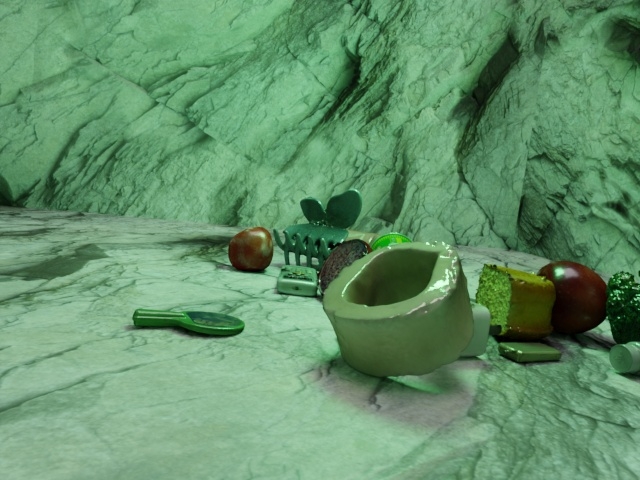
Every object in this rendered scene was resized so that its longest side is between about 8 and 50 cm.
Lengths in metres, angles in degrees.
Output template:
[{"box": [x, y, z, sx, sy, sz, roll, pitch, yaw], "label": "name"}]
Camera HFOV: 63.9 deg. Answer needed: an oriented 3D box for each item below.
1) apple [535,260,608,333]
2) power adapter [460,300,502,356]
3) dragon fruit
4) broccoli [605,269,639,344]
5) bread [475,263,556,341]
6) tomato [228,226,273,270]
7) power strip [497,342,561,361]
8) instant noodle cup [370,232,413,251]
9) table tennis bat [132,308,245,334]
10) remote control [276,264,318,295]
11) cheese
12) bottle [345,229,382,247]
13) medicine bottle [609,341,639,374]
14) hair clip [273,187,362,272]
[{"box": [0.755, 0.174, 1.568, 0.201, 0.219, 0.218, 15, 5, -8], "label": "apple"}, {"box": [0.343, 0.209, 1.249, 0.204, 0.126, 0.130, 3, 7, -25], "label": "power adapter"}, {"box": [0.109, 0.118, 1.633, 0.148, 0.219, 0.223, 38, -21, -27], "label": "dragon fruit"}, {"box": [0.920, 0.188, 1.378, 0.298, 0.297, 0.297, 51, 5, -7], "label": "broccoli"}, {"box": [0.572, 0.175, 1.477, 0.178, 0.195, 0.340, 7, 5, 3], "label": "bread"}, {"box": [-0.261, 0.035, 1.957, 0.186, 0.187, 0.151, 3, 29, -29], "label": "tomato"}, {"box": [0.515, 0.277, 1.274, 0.168, 0.028, 0.076, 6, 7, -26], "label": "power strip"}, {"box": [0.292, 0.091, 1.978, 0.206, 0.207, 0.233, 7, 13, 1], "label": "instant noodle cup"}, {"box": [-0.302, 0.185, 1.192, 0.256, 0.039, 0.160, 7, 4, -22], "label": "table tennis bat"}, {"box": [-0.075, 0.133, 1.776, 0.140, 0.056, 0.296, 9, 7, -2], "label": "remote control"}, {"box": [0.176, 0.131, 1.097, 0.292, 0.153, 0.332, -8, 26, 31], "label": "cheese"}, {"box": [0.122, 0.036, 2.307, 0.296, 0.173, 0.206, 12, 15, 37], "label": "bottle"}, {"box": [0.775, 0.285, 1.243, 0.130, 0.081, 0.080, 5, 7, -19], "label": "medicine bottle"}, {"box": [0.000, 0.000, 2.085, 0.318, 0.393, 0.238, 13, 35, 33], "label": "hair clip"}]
